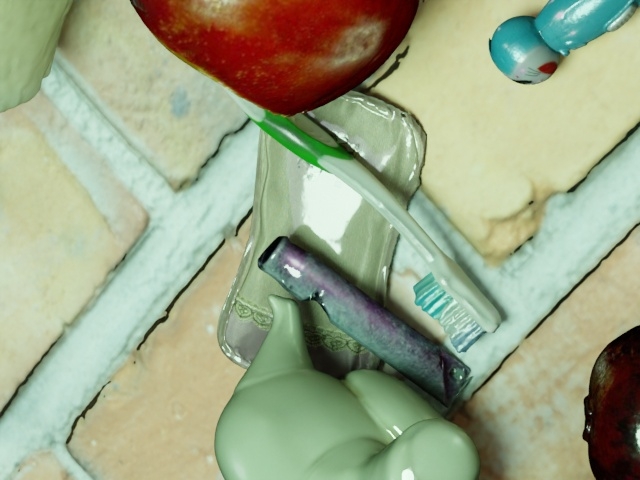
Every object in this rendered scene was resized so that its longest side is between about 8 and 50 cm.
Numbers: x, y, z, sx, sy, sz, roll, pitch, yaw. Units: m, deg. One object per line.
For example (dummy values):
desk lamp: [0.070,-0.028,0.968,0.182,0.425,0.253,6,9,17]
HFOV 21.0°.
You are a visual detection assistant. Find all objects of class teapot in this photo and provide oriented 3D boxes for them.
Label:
teapot: [0.041,0.178,1.158,0.149,0.318,0.220,-42,115,-4]

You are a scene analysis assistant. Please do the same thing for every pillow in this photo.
pillow: [0.000,0.000,1.270,0.130,0.038,0.233,17,107,15]

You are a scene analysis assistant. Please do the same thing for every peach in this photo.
peach: [-0.016,-0.174,1.116,0.154,0.267,0.159,-45,79,14]

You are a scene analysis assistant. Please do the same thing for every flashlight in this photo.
flashlight: [0.167,-0.151,1.141,0.129,0.051,0.051,-37,82,26]

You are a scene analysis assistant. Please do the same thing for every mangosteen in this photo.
mangosteen: [0.240,0.116,1.122,0.140,0.140,0.140,6,104,28]

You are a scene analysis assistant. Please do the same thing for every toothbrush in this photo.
toothbrush: [-0.023,-0.085,1.217,0.040,0.042,0.418,-42,91,22]

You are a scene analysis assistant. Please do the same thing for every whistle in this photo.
whistle: [0.031,0.057,1.243,0.176,0.033,0.033,36,117,-5]

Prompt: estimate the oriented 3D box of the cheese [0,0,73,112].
cheese: [-0.332,-0.240,1.259,0.332,0.292,0.153,38,116,23]
